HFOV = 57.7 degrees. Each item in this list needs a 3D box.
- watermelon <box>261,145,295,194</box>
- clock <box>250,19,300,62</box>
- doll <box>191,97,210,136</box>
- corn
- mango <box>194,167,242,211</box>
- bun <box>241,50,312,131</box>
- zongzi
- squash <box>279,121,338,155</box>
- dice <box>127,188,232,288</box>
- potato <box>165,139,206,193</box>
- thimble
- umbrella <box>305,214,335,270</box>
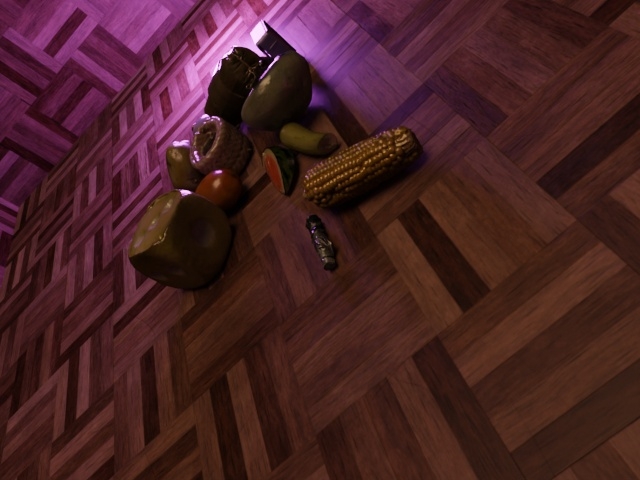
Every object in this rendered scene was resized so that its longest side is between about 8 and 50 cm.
[{"bbox_3d":[-0.131,-0.227,1.795,0.245,0.063,0.119,50,132,52],"label":"watermelon"},{"bbox_3d":[-0.148,-0.677,2.061,0.073,0.193,0.145,-43,37,17],"label":"clock"},{"bbox_3d":[-0.389,-0.469,2.229,0.199,0.105,0.336,15,66,27],"label":"doll"},{"bbox_3d":[0.091,-0.179,1.455,0.347,0.130,0.130,-26,45,32],"label":"corn"},{"bbox_3d":[-0.343,-0.161,1.921,0.221,0.120,0.152,-10,55,52],"label":"mango"},{"bbox_3d":[-0.118,-0.453,1.850,0.283,0.179,0.283,-52,6,7],"label":"bun"},{"bbox_3d":[-0.228,-0.621,2.019,0.418,0.181,0.447,-56,9,-25],"label":"zongzi"},{"bbox_3d":[-0.045,-0.304,1.745,0.083,0.083,0.250,-57,38,-4],"label":"squash"},{"bbox_3d":[-0.432,0.001,1.797,0.233,0.227,0.238,-14,51,41],"label":"dice"},{"bbox_3d":[-0.496,-0.266,2.133,0.154,0.200,0.137,-1,16,33],"label":"potato"},{"bbox_3d":[-0.354,-0.317,2.038,0.196,0.148,0.229,-53,36,6],"label":"thimble"},{"bbox_3d":[0.000,0.000,1.475,0.188,0.046,0.050,-108,23,-48],"label":"umbrella"}]
